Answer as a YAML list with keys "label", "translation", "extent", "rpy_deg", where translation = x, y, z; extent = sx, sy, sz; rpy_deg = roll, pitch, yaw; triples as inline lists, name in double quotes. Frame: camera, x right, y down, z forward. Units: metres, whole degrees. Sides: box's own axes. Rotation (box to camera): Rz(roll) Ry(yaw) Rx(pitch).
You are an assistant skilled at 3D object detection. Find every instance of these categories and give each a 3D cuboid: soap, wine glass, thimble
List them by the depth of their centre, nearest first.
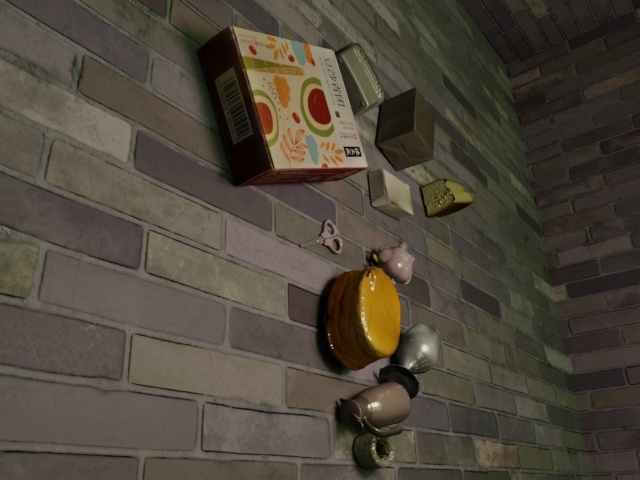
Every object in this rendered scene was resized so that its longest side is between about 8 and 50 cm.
- label: "thimble"
  translation: [0.133, 0.515, 1.414]
  extent: [0.110, 0.062, 0.084]
  rpy_deg: [44, 44, -34]
- label: "wine glass"
  translation: [0.260, 0.334, 1.633]
  extent: [0.241, 0.127, 0.126]
  rpy_deg: [-41, 108, -52]
- label: "soap"
  translation: [0.232, -0.147, 1.889]
  extent: [0.183, 0.064, 0.121]
  rpy_deg: [22, 55, -49]

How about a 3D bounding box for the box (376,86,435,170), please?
- label: "box"
  translation: [0.301, -0.388, 2.032]
  extent: [0.149, 0.156, 0.231]
  rpy_deg: [46, 39, -37]

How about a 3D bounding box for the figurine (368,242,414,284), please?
- label: "figurine"
  translation: [0.230, 0.067, 1.745]
  extent: [0.137, 0.112, 0.229]
  rpy_deg: [64, 24, -2]

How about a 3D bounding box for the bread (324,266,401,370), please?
- label: "bread"
  translation: [0.106, 0.192, 1.463]
  extent: [0.195, 0.143, 0.269]
  rpy_deg: [42, 41, -32]

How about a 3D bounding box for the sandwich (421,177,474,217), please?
- label: "sandwich"
  translation: [0.486, -0.161, 2.210]
  extent: [0.236, 0.128, 0.122]
  rpy_deg: [1, 70, -56]

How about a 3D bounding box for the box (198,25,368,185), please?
- label: "box"
  translation: [-0.078, -0.319, 1.441]
  extent: [0.385, 0.122, 0.344]
  rpy_deg: [-10, 82, -51]

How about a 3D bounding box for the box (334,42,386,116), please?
- label: "box"
  translation: [0.094, -0.489, 1.792]
  extent: [0.129, 0.148, 0.210]
  rpy_deg: [-42, 107, -46]

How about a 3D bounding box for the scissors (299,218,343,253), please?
- label: "scissors"
  translation: [0.000, 0.000, 1.528]
  extent: [0.189, 0.015, 0.100]
  rpy_deg: [-16, 86, -55]

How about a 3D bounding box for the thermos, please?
- label: "thermos"
  translation: [0.138, 0.420, 1.415]
  extent: [0.193, 0.105, 0.137]
  rpy_deg: [7, 32, -49]
